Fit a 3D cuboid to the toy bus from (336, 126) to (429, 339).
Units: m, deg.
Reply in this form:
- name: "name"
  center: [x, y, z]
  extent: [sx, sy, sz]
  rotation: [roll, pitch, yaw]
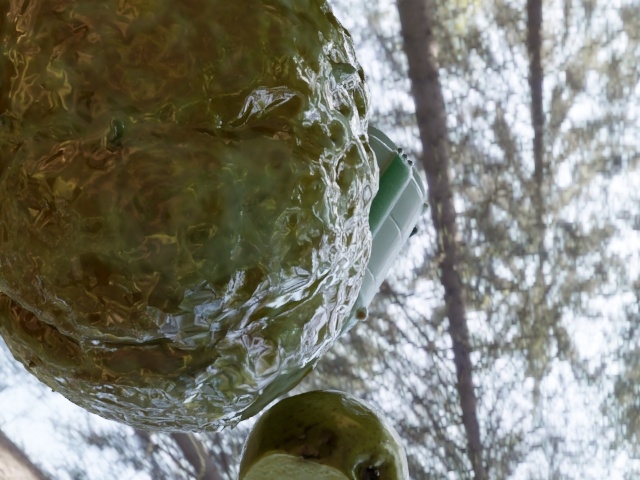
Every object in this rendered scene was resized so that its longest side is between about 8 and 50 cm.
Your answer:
- name: "toy bus"
  center: [0.000, 0.000, 1.096]
  extent: [0.165, 0.133, 0.276]
  rotation: [-33, -166, 35]

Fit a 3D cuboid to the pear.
- name: "pear"
  center: [0.009, 0.174, 0.865]
  extent: [0.141, 0.141, 0.104]
  rotation: [11, -142, 21]

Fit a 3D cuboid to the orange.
- name: "orange"
  center: [-0.088, -0.003, 0.745]
  extent: [0.271, 0.368, 0.210]
  rotation: [-10, -139, -14]
